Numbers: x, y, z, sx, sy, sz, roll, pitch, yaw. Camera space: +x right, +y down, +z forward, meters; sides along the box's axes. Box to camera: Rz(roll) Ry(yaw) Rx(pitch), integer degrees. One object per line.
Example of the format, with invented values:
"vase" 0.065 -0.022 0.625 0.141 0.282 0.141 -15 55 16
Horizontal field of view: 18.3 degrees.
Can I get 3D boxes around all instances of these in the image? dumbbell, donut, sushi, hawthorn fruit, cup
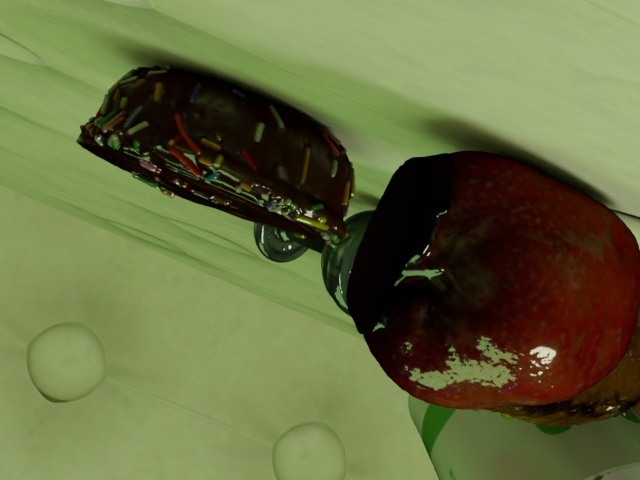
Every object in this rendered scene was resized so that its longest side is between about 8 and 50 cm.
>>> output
"dumbbell" 0.000 0.000 1.951 0.110 0.110 0.254 27 177 -42
"donut" -0.077 -0.072 1.615 0.235 0.089 0.235 22 175 2
"sushi" 0.187 0.089 1.748 0.296 0.166 0.179 1 -163 -45
"hawthorn fruit" 0.137 0.034 1.415 0.251 0.189 0.189 12 -177 -43
"cup" 0.229 0.229 2.036 0.253 0.253 0.274 28 -158 -42

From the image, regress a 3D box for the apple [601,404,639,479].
"apple" 0.314 0.293 2.295 0.338 0.338 0.305 17 -178 40
